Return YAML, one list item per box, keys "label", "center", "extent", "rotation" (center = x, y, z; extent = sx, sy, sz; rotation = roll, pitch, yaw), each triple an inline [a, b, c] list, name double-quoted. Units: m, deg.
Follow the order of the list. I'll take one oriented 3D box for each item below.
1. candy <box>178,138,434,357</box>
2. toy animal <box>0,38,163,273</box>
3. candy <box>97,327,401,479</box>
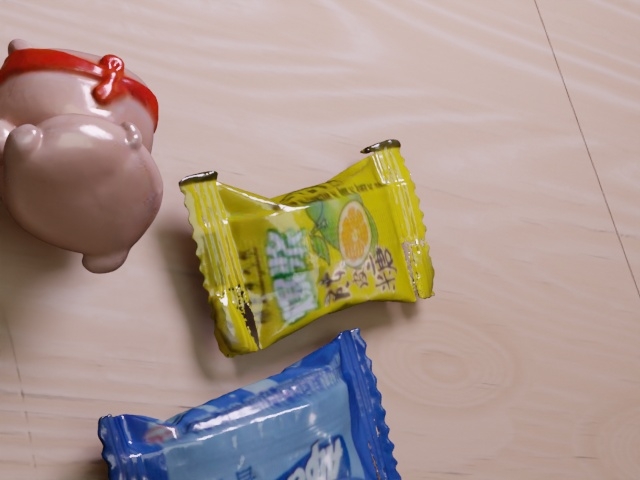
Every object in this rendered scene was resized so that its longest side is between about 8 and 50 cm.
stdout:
- label: "candy"
  center: [0.000, 0.000, 1.200]
  extent: [0.297, 0.081, 0.187]
  rotation: [-16, 92, -37]
- label: "toy animal"
  center: [-0.214, -0.083, 1.012]
  extent: [0.171, 0.171, 0.197]
  rotation: [25, 27, -30]
- label: "candy"
  center: [-0.056, 0.206, 1.125]
  extent: [0.331, 0.077, 0.187]
  rotation: [-17, 98, -36]
